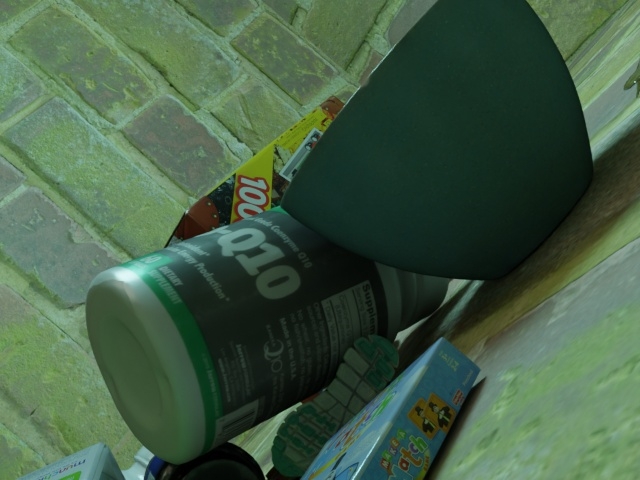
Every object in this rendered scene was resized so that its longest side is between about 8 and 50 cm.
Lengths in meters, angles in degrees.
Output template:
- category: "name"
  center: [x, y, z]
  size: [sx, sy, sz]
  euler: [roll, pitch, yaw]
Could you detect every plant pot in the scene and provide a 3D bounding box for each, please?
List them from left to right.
- category: "plant pot"
  center: [0.132, -0.077, 0.749]
  size: [0.290, 0.195, 0.290]
  euler: [-49, -3, -3]

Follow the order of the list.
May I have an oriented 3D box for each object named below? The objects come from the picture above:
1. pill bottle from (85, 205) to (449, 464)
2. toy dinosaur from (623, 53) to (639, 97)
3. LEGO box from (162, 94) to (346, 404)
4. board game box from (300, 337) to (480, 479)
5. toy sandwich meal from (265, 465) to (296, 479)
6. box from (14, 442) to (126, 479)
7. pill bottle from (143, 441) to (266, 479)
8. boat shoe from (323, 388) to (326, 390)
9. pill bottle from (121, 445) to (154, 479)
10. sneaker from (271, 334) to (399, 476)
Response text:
- category: "pill bottle"
  center: [-0.045, 0.070, 0.873]
  size: [0.361, 0.204, 0.204]
  euler: [-22, -18, -35]
- category: "toy dinosaur"
  center: [0.312, -0.175, 0.745]
  size: [0.092, 0.053, 0.183]
  euler: [-51, -3, 17]
- category: "LEGO box"
  center: [0.000, 0.000, 1.514]
  size: [0.500, 0.372, 0.193]
  euler: [-47, -3, -45]
- category: "board game box"
  center: [0.005, 0.168, 0.488]
  size: [0.211, 0.039, 0.160]
  euler: [-44, -6, -49]
- category: "toy sandwich meal"
  center: [-0.032, 0.250, 0.928]
  size: [0.085, 0.029, 0.085]
  euler: [-49, -3, -3]
- category: "box"
  center: [-0.243, 0.275, 0.505]
  size: [0.262, 0.126, 0.231]
  euler: [-24, 16, -1]
- category: "pill bottle"
  center: [-0.125, 0.275, 0.876]
  size: [0.123, 0.123, 0.219]
  euler: [-48, 5, -19]
- category: "boat shoe"
  center: [0.025, 0.165, 1.127]
  size: [0.277, 0.098, 0.096]
  euler: [134, 155, -71]
- category: "pill bottle"
  center: [-0.288, 0.437, 1.091]
  size: [0.334, 0.188, 0.188]
  euler: [-48, -3, -23]
- category: "sneaker"
  center: [0.021, 0.171, 0.809]
  size: [0.166, 0.065, 0.076]
  euler: [-46, -19, -4]
